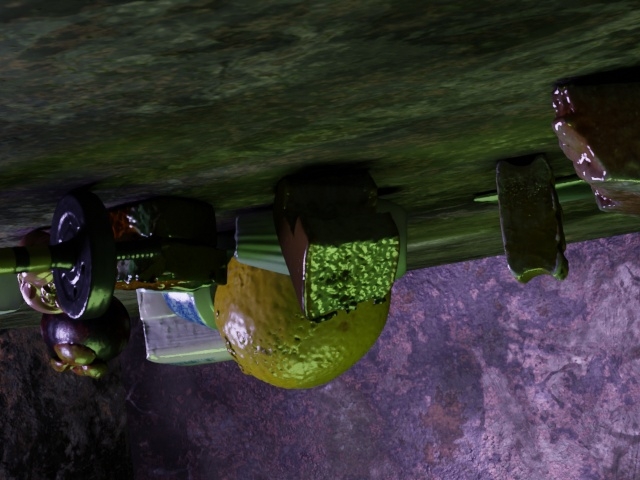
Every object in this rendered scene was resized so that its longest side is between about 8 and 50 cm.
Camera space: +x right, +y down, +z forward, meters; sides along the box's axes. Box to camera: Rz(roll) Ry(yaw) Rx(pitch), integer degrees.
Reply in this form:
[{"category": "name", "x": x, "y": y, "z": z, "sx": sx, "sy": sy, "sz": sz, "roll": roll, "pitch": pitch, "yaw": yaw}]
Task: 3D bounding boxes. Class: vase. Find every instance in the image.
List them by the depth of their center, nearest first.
[{"category": "vase", "x": 0.000, "y": 0.000, "z": 1.664, "sx": 0.248, "sy": 0.128, "sz": 0.128, "roll": 1, "pitch": 175, "yaw": 4}]

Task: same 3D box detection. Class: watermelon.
[{"category": "watermelon", "x": 0.377, "y": -0.081, "z": 1.132, "sx": 0.301, "sy": 0.151, "sz": 0.264, "roll": -9, "pitch": 175, "yaw": 8}]

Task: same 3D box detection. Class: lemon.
[{"category": "lemon", "x": -0.024, "y": 0.091, "z": 1.829, "sx": 0.310, "sy": 0.258, "sz": 0.258, "roll": -38, "pitch": 169, "yaw": 9}]

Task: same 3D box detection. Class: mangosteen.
[{"category": "mangosteen", "x": -0.520, "y": 0.198, "z": 2.572, "sx": 0.209, "sy": 0.210, "sz": 0.210, "roll": -8, "pitch": 175, "yaw": -1}]

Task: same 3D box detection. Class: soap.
[{"category": "soap", "x": 0.295, "y": -0.021, "z": 1.607, "sx": 0.080, "sy": 0.160, "sz": 0.257, "roll": -7, "pitch": 174, "yaw": 12}]

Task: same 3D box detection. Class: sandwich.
[{"category": "sandwich", "x": 0.006, "y": -0.022, "z": 1.438, "sx": 0.122, "sy": 0.128, "sz": 0.236, "roll": -6, "pitch": -143, "yaw": -16}, {"category": "sandwich", "x": -0.223, "y": 0.010, "z": 1.536, "sx": 0.212, "sy": 0.109, "sz": 0.292, "roll": -3, "pitch": 175, "yaw": 30}]

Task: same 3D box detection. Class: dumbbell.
[{"category": "dumbbell", "x": -0.326, "y": 0.021, "z": 1.256, "sx": 0.325, "sy": 0.143, "sz": 0.143, "roll": -5, "pitch": 174, "yaw": -31}]

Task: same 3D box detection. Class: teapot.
[{"category": "teapot", "x": -0.210, "y": 0.067, "z": 1.937, "sx": 0.158, "sy": 0.159, "sz": 0.232, "roll": -11, "pitch": 178, "yaw": 30}]

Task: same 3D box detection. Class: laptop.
[{"category": "laptop", "x": 0.381, "y": -0.077, "z": 1.915, "sx": 0.187, "sy": 0.015, "sz": 0.269, "roll": -10, "pitch": 174, "yaw": 28}]

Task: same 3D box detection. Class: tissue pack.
[{"category": "tissue pack", "x": -0.145, "y": 0.126, "z": 2.292, "sx": 0.380, "sy": 0.207, "sz": 0.297, "roll": -8, "pitch": 173, "yaw": 3}]

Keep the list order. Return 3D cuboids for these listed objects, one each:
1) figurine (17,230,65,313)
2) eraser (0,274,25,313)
[{"category": "figurine", "x": -0.374, "y": 0.044, "z": 1.611, "sx": 0.114, "sy": 0.126, "sz": 0.157, "roll": -52, "pitch": 170, "yaw": 5}, {"category": "eraser", "x": -0.698, "y": 0.112, "z": 2.015, "sx": 0.396, "sy": 0.082, "sz": 0.213, "roll": -12, "pitch": 173, "yaw": 38}]
